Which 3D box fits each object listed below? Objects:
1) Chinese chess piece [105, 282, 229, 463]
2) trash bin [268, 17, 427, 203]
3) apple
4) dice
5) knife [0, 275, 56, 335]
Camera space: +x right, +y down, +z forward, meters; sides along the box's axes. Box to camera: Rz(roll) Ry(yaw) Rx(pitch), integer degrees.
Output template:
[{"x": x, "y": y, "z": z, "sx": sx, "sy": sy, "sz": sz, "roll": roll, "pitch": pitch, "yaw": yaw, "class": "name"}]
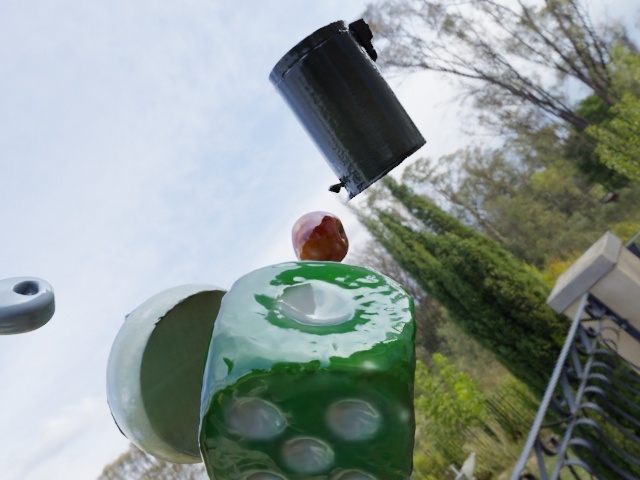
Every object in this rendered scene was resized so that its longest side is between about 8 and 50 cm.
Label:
[{"x": -0.254, "y": 0.261, "z": 1.088, "sx": 0.146, "sy": 0.349, "sz": 0.349, "roll": -11, "pitch": 12, "yaw": 40, "class": "Chinese chess piece"}, {"x": 0.061, "y": -0.263, "z": 1.108, "sx": 0.252, "sy": 0.301, "sz": 0.203, "roll": -34, "pitch": 1, "yaw": -1, "class": "trash bin"}, {"x": 0.000, "y": 0.000, "z": 1.414, "sx": 0.139, "sy": 0.163, "sz": 0.163, "roll": -16, "pitch": -12, "yaw": 7, "class": "apple"}, {"x": -0.006, "y": 0.216, "z": 0.817, "sx": 0.297, "sy": 0.287, "sz": 0.300, "roll": -78, "pitch": -12, "yaw": -65, "class": "dice"}, {"x": -0.431, "y": 0.090, "z": 0.511, "sx": 0.331, "sy": 0.080, "sz": 0.044, "roll": -10, "pitch": -52, "yaw": -34, "class": "knife"}]
